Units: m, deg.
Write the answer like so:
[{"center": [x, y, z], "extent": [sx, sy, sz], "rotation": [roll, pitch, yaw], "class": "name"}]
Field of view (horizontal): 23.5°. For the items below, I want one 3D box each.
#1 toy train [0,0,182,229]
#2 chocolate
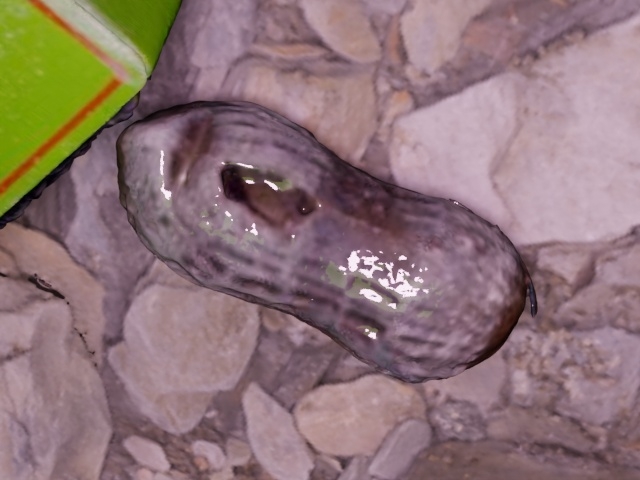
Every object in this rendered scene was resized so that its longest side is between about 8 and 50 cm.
[{"center": [-0.227, -0.120, 0.783], "extent": [0.249, 0.173, 0.307], "rotation": [39, 126, -22], "class": "toy train"}, {"center": [0.000, 0.000, 0.853], "extent": [0.248, 0.110, 0.110], "rotation": [29, 118, -5], "class": "chocolate"}]
